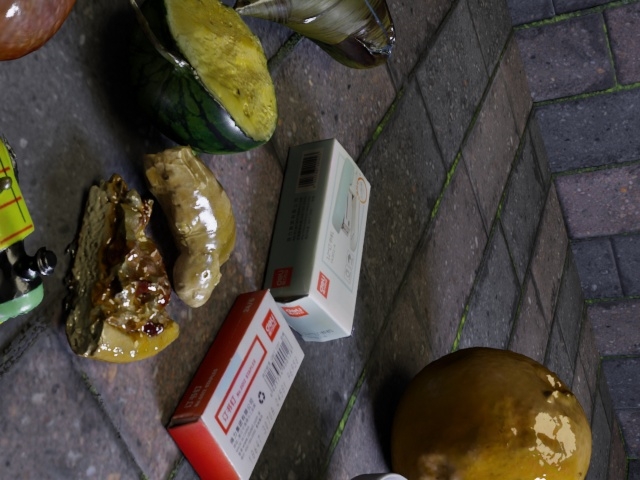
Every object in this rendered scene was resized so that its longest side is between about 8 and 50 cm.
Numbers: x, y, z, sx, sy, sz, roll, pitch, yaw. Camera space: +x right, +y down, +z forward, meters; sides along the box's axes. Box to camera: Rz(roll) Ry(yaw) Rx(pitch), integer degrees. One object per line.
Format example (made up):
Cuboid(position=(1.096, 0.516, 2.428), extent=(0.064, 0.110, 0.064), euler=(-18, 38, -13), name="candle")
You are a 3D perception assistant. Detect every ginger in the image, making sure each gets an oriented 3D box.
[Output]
Cuboid(position=(-0.134, -0.029, 1.002), extent=(0.115, 0.081, 0.206), euler=(-34, 137, -35), name="ginger")

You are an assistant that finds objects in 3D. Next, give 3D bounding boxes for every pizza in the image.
Cuboid(position=(-0.193, 0.025, 0.907), extent=(0.154, 0.069, 0.194), euler=(1, 83, -63), name="pizza")

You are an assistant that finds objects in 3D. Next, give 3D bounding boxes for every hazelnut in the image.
Cuboid(position=(-0.270, -0.228, 0.758), extent=(0.143, 0.143, 0.154), euler=(49, 43, -47), name="hazelnut")

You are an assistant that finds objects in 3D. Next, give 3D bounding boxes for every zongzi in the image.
Cuboid(position=(-0.012, -0.321, 1.306), extent=(0.300, 0.138, 0.286), euler=(-57, 142, -33), name="zongzi")

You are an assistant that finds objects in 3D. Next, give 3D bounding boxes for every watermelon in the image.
Cuboid(position=(-0.142, -0.181, 0.991), extent=(0.204, 0.127, 0.232), euler=(61, 23, -9), name="watermelon")

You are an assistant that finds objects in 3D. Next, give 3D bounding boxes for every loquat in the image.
Cuboid(position=(0.275, 0.330, 1.460), extent=(0.328, 0.328, 0.329), euler=(25, 61, -58), name="loquat")

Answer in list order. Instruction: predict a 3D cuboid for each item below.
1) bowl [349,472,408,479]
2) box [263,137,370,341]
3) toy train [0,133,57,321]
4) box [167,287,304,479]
Cuboid(position=(0.035, 0.448, 1.157), extent=(0.287, 0.143, 0.287), euler=(26, 60, -58), name="bowl")
Cuboid(position=(0.000, 0.000, 1.275), extent=(0.135, 0.079, 0.269), euler=(48, 42, -47), name="box")
Cuboid(position=(-0.292, -0.059, 0.648), extent=(0.100, 0.160, 0.296), euler=(-48, 126, -64), name="toy train")
Cuboid(position=(-0.096, 0.178, 1.077), extent=(0.123, 0.050, 0.229), euler=(63, 34, -30), name="box")
